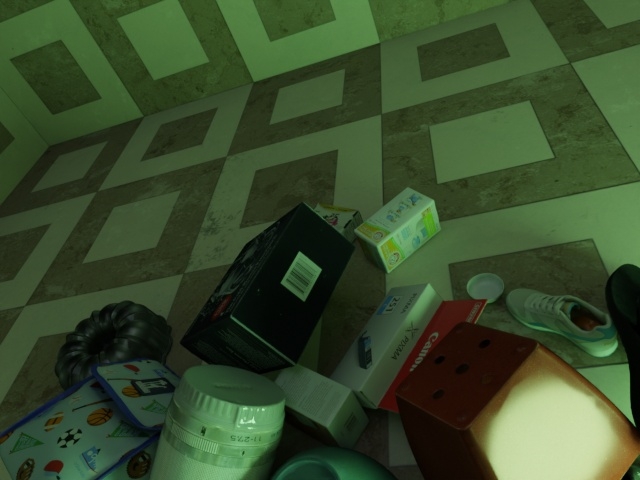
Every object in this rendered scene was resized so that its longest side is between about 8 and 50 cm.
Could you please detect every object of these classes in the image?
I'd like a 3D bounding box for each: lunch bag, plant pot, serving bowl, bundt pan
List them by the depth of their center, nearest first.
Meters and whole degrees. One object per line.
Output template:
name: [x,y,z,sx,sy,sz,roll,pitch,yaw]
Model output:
plant pot: [0.282,0.285,0.814,0.267,0.236,0.267,-40,17,-18]
plant pot: [0.006,0.472,0.856,0.290,0.195,0.290,-14,41,13]
lunch bag: [-0.443,0.439,1.113,0.385,0.239,0.328,-32,36,-33]
serving bowl: [0.383,0.115,1.180,0.083,0.027,0.083,-14,41,13]
bundt pan: [-0.589,0.300,1.420,0.331,0.124,0.331,-14,40,12]

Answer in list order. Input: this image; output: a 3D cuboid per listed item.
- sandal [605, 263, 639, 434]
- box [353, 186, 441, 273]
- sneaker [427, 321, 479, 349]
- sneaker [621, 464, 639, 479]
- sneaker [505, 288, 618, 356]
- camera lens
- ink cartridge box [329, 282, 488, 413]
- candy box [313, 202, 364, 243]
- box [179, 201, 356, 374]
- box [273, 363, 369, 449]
sandal: [0.602,0.176,0.858,0.167,0.107,0.446,25,39,2]
box: [0.207,-0.028,1.363,0.203,0.114,0.103,-38,42,-14]
sneaker: [0.248,0.280,1.040,0.106,0.101,0.267,-10,36,48]
sneaker: [0.495,0.383,0.763,0.234,0.106,0.078,-12,42,16]
sneaker: [0.487,0.145,1.042,0.087,0.092,0.228,-45,42,-20]
camera lens: [-0.195,0.400,0.956,0.219,0.219,0.274,17,92,40]
ink cartridge box: [0.175,0.216,1.069,0.296,0.066,0.261,-51,18,-27]
candy box: [0.000,0.000,1.477,0.159,0.071,0.233,13,52,38]
box: [-0.127,0.130,1.213,0.312,0.179,0.343,-32,22,51]
box: [-0.006,0.345,1.053,0.170,0.130,0.091,13,53,39]
